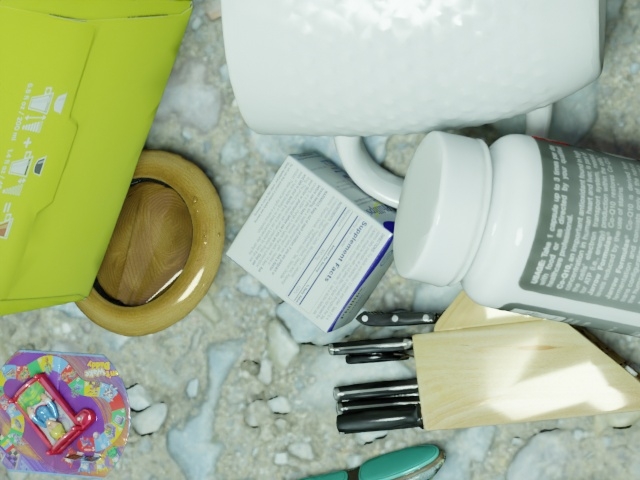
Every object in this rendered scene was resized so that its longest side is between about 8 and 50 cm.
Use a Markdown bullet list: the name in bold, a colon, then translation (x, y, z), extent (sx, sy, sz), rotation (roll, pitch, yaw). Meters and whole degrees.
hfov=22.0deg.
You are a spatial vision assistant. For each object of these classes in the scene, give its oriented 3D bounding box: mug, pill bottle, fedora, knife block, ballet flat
- **mug**: translation (0.103, -0.193, 1.563), extent (0.328, 0.276, 0.374), rotation (1, 119, 13)
- **pill bottle**: translation (0.221, -0.007, 1.498), extent (0.283, 0.161, 0.161), rotation (12, 91, -12)
- **fedora**: translation (-0.178, 0.005, 1.712), extent (0.194, 0.079, 0.194), rotation (-2, 82, 14)
- **knife block**: translation (0.147, 0.150, 1.607), extent (0.275, 0.088, 0.242), rotation (39, 99, 14)
- **ballet flat**: translation (0.043, 0.255, 1.654), extent (0.188, 0.070, 0.070), rotation (-16, 84, 17)

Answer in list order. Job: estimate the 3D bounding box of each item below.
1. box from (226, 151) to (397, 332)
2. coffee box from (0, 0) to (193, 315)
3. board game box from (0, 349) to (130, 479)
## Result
- **box**: translation (0.000, 0.000, 1.655), extent (0.137, 0.072, 0.126), rotation (38, 108, 15)
- **coffee box**: translation (-0.386, -0.141, 1.554), extent (0.334, 0.338, 0.338), rotation (30, 109, 25)
- **board game box**: translation (-0.287, 0.186, 1.760), extent (0.168, 0.033, 0.133), rotation (3, 89, 16)
